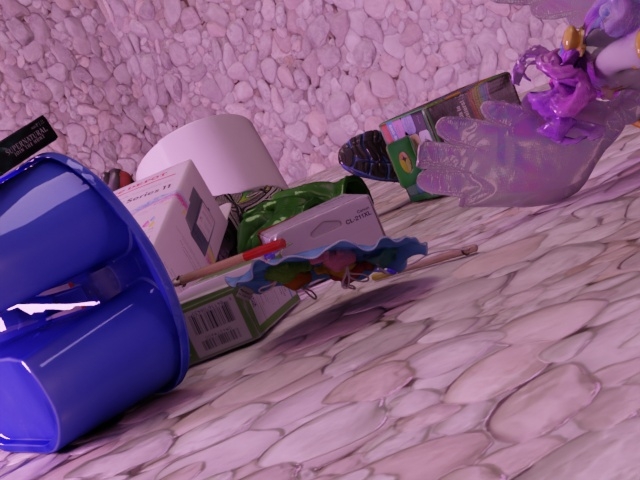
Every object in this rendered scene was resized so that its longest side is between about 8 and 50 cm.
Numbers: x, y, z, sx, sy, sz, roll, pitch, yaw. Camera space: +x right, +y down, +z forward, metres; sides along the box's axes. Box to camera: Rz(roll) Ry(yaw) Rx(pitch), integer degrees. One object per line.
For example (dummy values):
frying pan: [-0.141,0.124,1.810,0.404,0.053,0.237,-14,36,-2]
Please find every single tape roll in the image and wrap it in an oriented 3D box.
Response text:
tape roll: [-0.196,-0.094,2.147,0.246,0.169,0.246,-25,-22,-11]

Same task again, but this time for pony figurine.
pony figurine: [0.288,-0.171,1.117,0.351,0.303,0.363,8,-5,-12]

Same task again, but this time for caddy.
caddy: [-0.249,0.054,1.066,0.179,0.241,0.341,-32,10,-32]

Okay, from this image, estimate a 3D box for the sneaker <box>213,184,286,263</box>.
sneaker: [-0.106,-0.037,1.876,0.146,0.134,0.343,-21,5,13]

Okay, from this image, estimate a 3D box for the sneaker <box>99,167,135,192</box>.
sneaker: [-0.267,-0.008,1.828,0.135,0.276,0.098,-7,43,4]

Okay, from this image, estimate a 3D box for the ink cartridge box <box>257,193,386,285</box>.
ink cartridge box: [0.000,0.000,1.404,0.127,0.072,0.175,-23,6,-6]

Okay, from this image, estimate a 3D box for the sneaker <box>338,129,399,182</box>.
sneaker: [0.128,-0.114,1.803,0.221,0.083,0.087,5,-23,-20]

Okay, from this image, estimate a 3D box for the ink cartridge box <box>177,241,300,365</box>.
ink cartridge box: [-0.091,0.065,1.214,0.109,0.062,0.209,-22,5,16]

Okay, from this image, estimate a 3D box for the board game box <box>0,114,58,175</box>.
board game box: [-0.318,-0.038,0.977,0.126,0.026,0.186,-24,15,32]

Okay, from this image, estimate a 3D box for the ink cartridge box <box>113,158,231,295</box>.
ink cartridge box: [-0.251,0.013,1.572,0.207,0.119,0.353,-22,23,15]

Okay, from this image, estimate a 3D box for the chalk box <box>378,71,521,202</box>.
chalk box: [0.183,-0.141,1.694,0.213,0.132,0.132,-25,6,-26]

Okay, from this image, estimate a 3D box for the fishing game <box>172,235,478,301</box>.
fishing game: [0.005,0.032,1.043,0.189,0.041,0.264,-18,-13,40]

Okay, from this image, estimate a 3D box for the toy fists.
toy fists: [-0.033,-0.030,1.721,0.142,0.096,0.279,-21,7,26]
